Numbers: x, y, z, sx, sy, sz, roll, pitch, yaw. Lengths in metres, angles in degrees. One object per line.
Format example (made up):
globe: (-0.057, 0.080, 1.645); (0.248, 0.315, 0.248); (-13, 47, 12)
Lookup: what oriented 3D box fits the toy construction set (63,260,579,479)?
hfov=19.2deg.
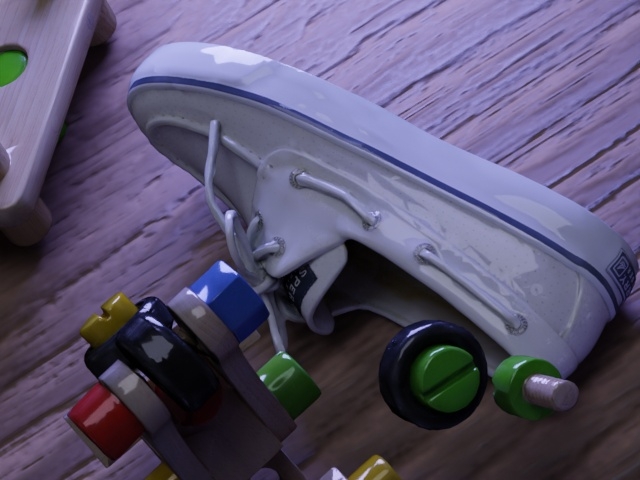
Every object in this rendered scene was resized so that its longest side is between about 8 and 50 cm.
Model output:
toy construction set: (-0.058, 0.160, 1.066); (0.309, 0.257, 0.237); (-67, 20, -4)

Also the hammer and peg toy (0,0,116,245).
hammer and peg toy: (-0.284, -0.160, 1.392); (0.266, 0.127, 0.361); (-1, 55, 20)

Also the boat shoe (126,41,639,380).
boat shoe: (0.003, 0.005, 1.185); (0.367, 0.136, 0.156); (27, 70, 22)
